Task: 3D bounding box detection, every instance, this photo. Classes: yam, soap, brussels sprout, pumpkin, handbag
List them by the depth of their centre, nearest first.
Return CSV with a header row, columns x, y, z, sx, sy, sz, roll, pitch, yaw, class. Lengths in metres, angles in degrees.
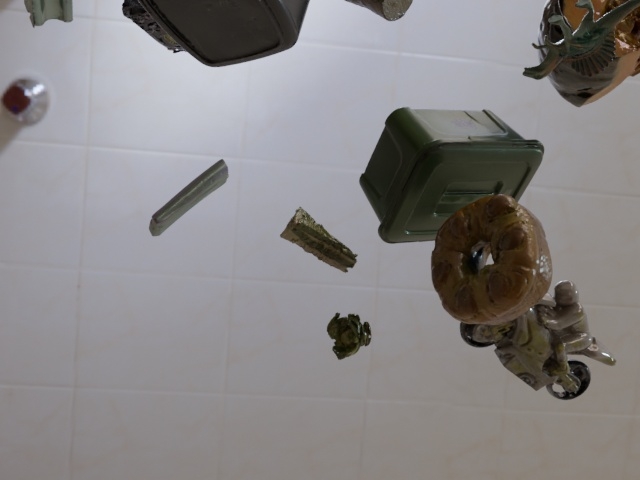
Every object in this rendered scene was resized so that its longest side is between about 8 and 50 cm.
x,y,z,sx,sy,sz,roll,pitch,yaw,class
0.082,-0.384,1.199,0.127,0.084,0.084,40,-45,37,yam
-0.236,-0.397,1.399,0.260,0.161,0.113,12,81,-80,handbag
-0.489,-0.516,1.401,0.150,0.094,0.261,68,-23,15,soap
0.056,0.164,1.409,0.085,0.058,0.085,22,-61,45,brussels sprout
0.593,-0.454,1.678,0.256,0.303,0.225,50,-18,23,pumpkin

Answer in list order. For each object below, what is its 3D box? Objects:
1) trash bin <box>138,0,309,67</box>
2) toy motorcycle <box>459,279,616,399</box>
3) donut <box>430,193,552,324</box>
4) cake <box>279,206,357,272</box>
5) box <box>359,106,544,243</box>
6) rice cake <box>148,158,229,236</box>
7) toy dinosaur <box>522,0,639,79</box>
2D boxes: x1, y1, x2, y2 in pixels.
x,y,z,sx,sy,sz,roll,pitch,yaw,class
-0.089,-0.353,0.859,0.209,0.182,0.290,47,46,-49,trash bin
0.450,0.184,1.584,0.223,0.340,0.108,-50,-157,13,toy motorcycle
0.289,0.036,1.360,0.226,0.113,0.227,-20,-119,41,donut
0.000,0.000,1.328,0.051,0.140,0.055,-47,-158,30,cake
0.252,-0.137,1.598,0.178,0.328,0.253,58,-43,39,box
-0.280,-0.095,1.712,0.221,0.042,0.080,-43,174,-27,rice cake
0.361,-0.266,1.068,0.044,0.187,0.106,-77,152,-48,toy dinosaur
